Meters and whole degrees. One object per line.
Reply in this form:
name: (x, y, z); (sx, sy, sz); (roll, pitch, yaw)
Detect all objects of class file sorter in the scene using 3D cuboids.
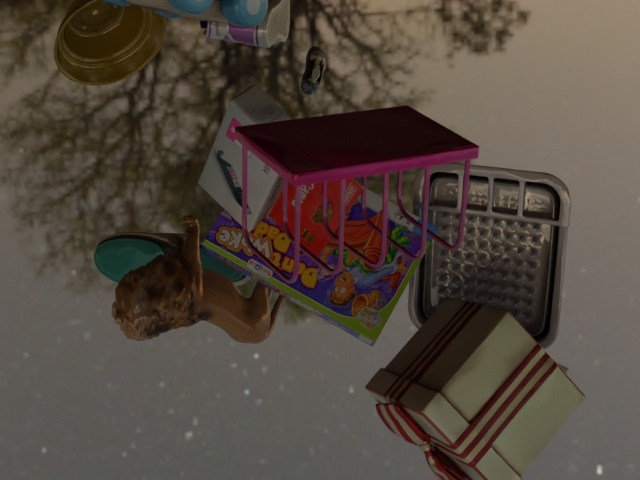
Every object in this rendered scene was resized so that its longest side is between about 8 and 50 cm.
file sorter: (0.047, -0.067, 1.624); (0.290, 0.182, 0.202); (-10, -153, -25)

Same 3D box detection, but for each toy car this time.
toy car: (-0.203, -0.467, 1.733); (0.219, 0.238, 0.210); (16, -171, 42)

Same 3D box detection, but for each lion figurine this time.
lion figurine: (-0.196, 0.111, 2.092); (0.392, 0.240, 0.142); (19, 144, -26)

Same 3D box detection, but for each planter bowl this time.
planter bowl: (-0.399, -0.394, 2.050); (0.217, 0.217, 0.090); (-13, -125, -29)

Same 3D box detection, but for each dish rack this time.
dish rack: (0.307, 0.024, 2.035); (0.285, 0.333, 0.072); (8, -164, 20)

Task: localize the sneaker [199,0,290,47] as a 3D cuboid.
sneaker: (-0.151, -0.448, 2.229); (0.161, 0.102, 0.282); (6, -165, 10)

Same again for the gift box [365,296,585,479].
gift box: (0.248, 0.275, 1.907); (0.258, 0.255, 0.276); (-47, -167, -13)

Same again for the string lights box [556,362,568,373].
string lights box: (0.478, 0.401, 2.577); (0.076, 0.260, 0.133); (25, 172, 7)

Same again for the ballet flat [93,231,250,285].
ballet flat: (-0.288, 0.037, 2.360); (0.400, 0.139, 0.139); (-1, -164, 28)

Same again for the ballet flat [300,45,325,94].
ballet flat: (-0.008, -0.321, 2.070); (0.041, 0.041, 0.114); (1, -122, 17)

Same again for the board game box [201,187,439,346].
board game box: (0.000, 0.000, 1.975); (0.347, 0.233, 0.078); (29, 169, 4)

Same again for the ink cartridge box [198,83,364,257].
ink cartridge box: (-0.073, -0.089, 1.812); (0.060, 0.239, 0.275); (-41, 172, -30)
